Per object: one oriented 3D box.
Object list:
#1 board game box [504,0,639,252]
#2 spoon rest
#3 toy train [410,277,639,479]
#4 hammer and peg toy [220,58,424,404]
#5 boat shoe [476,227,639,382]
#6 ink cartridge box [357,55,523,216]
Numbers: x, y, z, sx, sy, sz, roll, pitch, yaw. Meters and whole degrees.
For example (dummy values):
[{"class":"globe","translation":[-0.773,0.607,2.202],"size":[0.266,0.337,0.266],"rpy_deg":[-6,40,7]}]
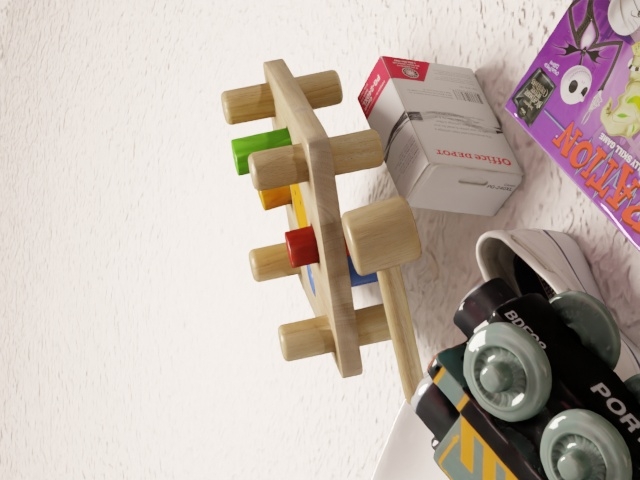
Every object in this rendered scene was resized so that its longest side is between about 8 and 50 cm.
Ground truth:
[{"class":"board game box","translation":[0.291,-0.099,1.235],"size":[0.208,0.056,0.347],"rpy_deg":[-62,36,22]},{"class":"spoon rest","translation":[0.089,0.245,1.504],"size":[0.137,0.084,0.276],"rpy_deg":[51,128,50]},{"class":"toy train","translation":[0.202,0.187,1.205],"size":[0.334,0.142,0.190],"rpy_deg":[48,131,22]},{"class":"hammer and peg toy","translation":[0.000,0.000,1.519],"size":[0.361,0.127,0.266],"rpy_deg":[-116,15,-63]},{"class":"boat shoe","translation":[0.208,0.090,1.328],"size":[0.096,0.088,0.268],"rpy_deg":[-55,41,38]},{"class":"ink cartridge box","translation":[0.113,-0.099,1.501],"size":[0.063,0.109,0.150],"rpy_deg":[-58,38,38]}]
